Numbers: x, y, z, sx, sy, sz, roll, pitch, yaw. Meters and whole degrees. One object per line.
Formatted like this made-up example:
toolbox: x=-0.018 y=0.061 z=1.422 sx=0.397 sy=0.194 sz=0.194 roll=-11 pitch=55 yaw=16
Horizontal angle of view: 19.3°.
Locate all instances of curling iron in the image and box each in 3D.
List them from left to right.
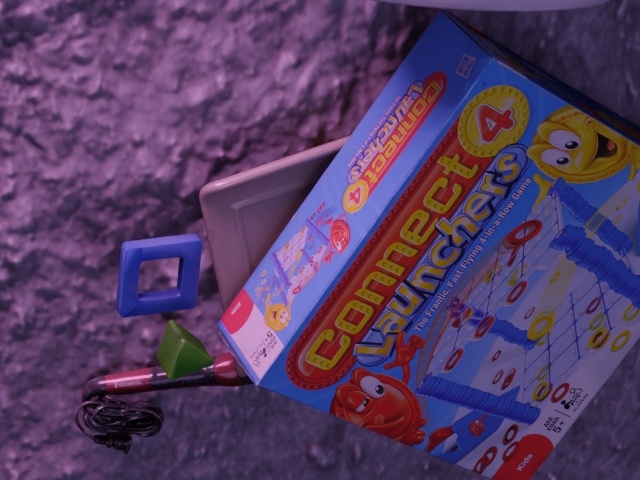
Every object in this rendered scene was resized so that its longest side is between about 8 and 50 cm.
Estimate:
curling iron: x=-0.068 y=0.115 z=1.550 sx=0.274 sy=0.035 sz=0.068 roll=-15 pitch=127 yaw=-6

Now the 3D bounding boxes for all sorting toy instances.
sorting toy: x=0.000 y=0.000 z=1.488 sx=0.347 sy=0.047 sz=0.196 roll=-19 pitch=127 yaw=-15

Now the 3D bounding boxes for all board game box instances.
board game box: x=0.128 y=0.019 z=1.479 sx=0.302 sy=0.086 sz=0.308 roll=25 pitch=107 yaw=-37

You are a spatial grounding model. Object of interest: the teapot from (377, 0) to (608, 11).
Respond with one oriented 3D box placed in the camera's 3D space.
teapot: x=0.105 y=-0.260 z=1.274 sx=0.252 sy=0.256 sz=0.187 roll=11 pitch=105 yaw=25
